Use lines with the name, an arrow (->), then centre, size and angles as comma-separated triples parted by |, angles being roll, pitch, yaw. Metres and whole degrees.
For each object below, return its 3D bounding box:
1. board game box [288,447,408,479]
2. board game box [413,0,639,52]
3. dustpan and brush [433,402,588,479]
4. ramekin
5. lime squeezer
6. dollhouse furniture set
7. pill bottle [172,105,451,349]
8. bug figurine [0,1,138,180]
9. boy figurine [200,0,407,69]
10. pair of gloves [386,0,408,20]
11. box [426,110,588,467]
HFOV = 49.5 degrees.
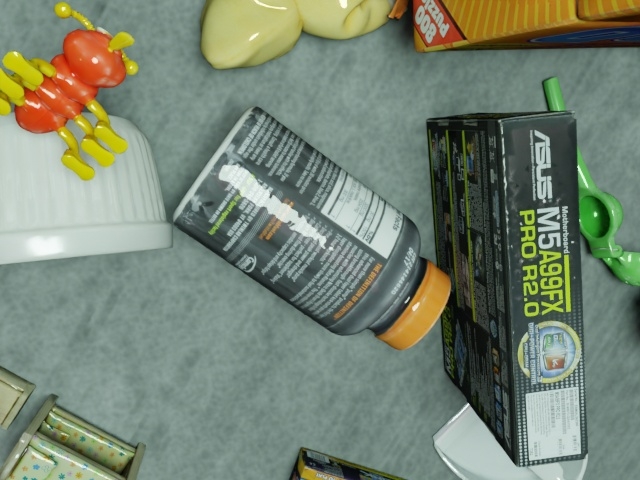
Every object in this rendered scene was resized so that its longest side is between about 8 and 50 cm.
board game box -> 0.035, 0.313, 0.733 | 0.170, 0.048, 0.141 | 19, 96, -9
board game box -> 0.297, -0.325, 0.449 | 0.356, 0.356, 0.357 | -8, 101, -24
dustpan and brush -> 0.243, 0.243, 0.737 | 0.147, 0.060, 0.211 | -45, 101, 2
ramekin -> -0.230, -0.037, 0.571 | 0.207, 0.207, 0.109 | -6, 90, -5
lime squeezer -> 0.314, -0.025, 0.702 | 0.310, 0.059, 0.110 | 40, 94, -10
dollhouse furniture set -> -0.291, 0.238, 0.657 | 0.181, 0.101, 0.161 | 32, 95, -10
pill bottle -> 0.000, 0.000, 0.634 | 0.245, 0.130, 0.130 | 36, 94, -11
bug figurine -> -0.254, -0.126, 0.398 | 0.216, 0.072, 0.279 | -32, 130, 16
boy figurine -> 0.010, -0.251, 0.612 | 0.285, 0.092, 0.177 | -46, 127, 6
pair of gloves -> 0.094, -0.234, 0.632 | 0.010, 0.083, 0.074 | 41, 119, 23
box -> 0.156, 0.024, 0.612 | 0.060, 0.216, 0.270 | -6, 100, -4
